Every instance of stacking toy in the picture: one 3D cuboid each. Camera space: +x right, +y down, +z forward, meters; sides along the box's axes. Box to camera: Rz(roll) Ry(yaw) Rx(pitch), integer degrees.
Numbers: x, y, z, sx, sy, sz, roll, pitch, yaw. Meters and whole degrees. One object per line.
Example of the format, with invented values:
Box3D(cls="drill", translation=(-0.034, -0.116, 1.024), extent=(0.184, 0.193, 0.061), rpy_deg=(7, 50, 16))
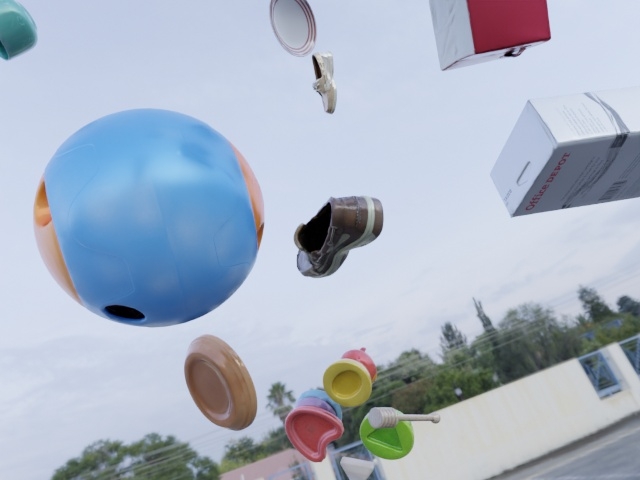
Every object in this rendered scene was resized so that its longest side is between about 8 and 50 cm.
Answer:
Box3D(cls="stacking toy", translation=(0.084, 0.446, 1.240), extent=(0.309, 0.280, 0.130), rpy_deg=(-50, -4, 23))

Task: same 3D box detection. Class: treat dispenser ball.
Box3D(cls="treat dispenser ball", translation=(-0.220, -0.029, 0.649), extent=(0.289, 0.287, 0.288), rpy_deg=(-17, -23, -8))

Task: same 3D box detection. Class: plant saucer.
Box3D(cls="plant saucer", translation=(-0.202, 0.280, 0.934), extent=(0.037, 0.199, 0.200), rpy_deg=(-22, -16, -46))

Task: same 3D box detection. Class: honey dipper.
Box3D(cls="honey dipper", translation=(0.138, 0.278, 0.761), extent=(0.161, 0.030, 0.030), rpy_deg=(17, -42, -41))

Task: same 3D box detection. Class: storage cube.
Box3D(cls="storage cube", translation=(0.392, -0.530, 1.143), extent=(0.193, 0.214, 0.184), rpy_deg=(-15, 10, -9))

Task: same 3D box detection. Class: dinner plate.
Box3D(cls="dinner plate", translation=(-0.059, -0.454, 1.009), extent=(0.017, 0.141, 0.141), rpy_deg=(-1, -7, 41))

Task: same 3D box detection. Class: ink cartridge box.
Box3D(cls="ink cartridge box", translation=(0.538, -0.178, 0.976), extent=(0.308, 0.128, 0.223), rpy_deg=(-9, -32, -8))

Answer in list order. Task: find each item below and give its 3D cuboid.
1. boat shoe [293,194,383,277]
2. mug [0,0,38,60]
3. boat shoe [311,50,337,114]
Box3D(cls="boat shoe", translation=(-0.001, -0.008, 0.786), extent=(0.095, 0.095, 0.257), rpy_deg=(5, -26, -23))
Box3D(cls="mug", translation=(-0.739, -0.513, 1.128), extent=(0.097, 0.157, 0.130), rpy_deg=(-44, 26, -28))
Box3D(cls="boat shoe", translation=(0.005, -0.427, 1.315), extent=(0.059, 0.169, 0.063), rpy_deg=(-7, 0, -22))
